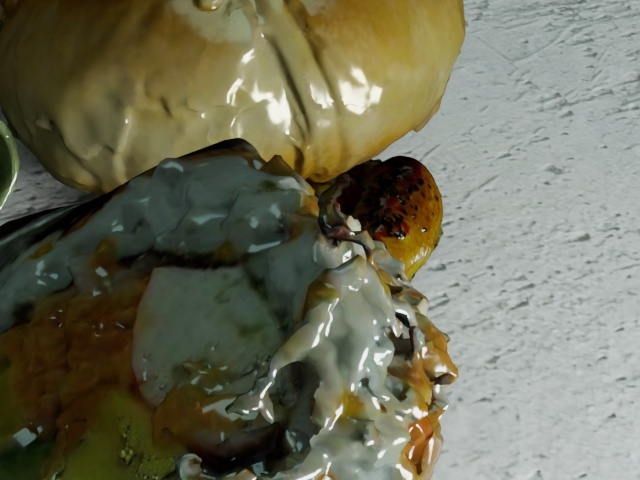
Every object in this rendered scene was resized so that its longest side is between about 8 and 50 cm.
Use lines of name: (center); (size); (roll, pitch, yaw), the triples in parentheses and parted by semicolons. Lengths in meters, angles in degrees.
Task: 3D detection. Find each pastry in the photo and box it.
pastry: (-0.080, -0.183, 1.310); (0.409, 0.245, 0.409); (-9, 19, 3)

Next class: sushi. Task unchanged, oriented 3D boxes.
sushi: (-0.110, 0.124, 0.872); (0.417, 0.176, 0.417); (-21, 40, 19)

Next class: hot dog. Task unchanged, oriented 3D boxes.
hot dog: (0.000, 0.000, 1.284); (0.162, 0.082, 0.270); (22, 39, 16)

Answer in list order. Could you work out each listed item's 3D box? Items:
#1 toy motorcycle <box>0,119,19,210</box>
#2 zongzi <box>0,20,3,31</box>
toy motorcycle: (-0.351, -0.020, 1.136); (0.237, 0.169, 0.410); (-3, 23, -3)
zongzi: (-0.384, -0.173, 1.385); (0.221, 0.112, 0.242); (9, 37, -5)
